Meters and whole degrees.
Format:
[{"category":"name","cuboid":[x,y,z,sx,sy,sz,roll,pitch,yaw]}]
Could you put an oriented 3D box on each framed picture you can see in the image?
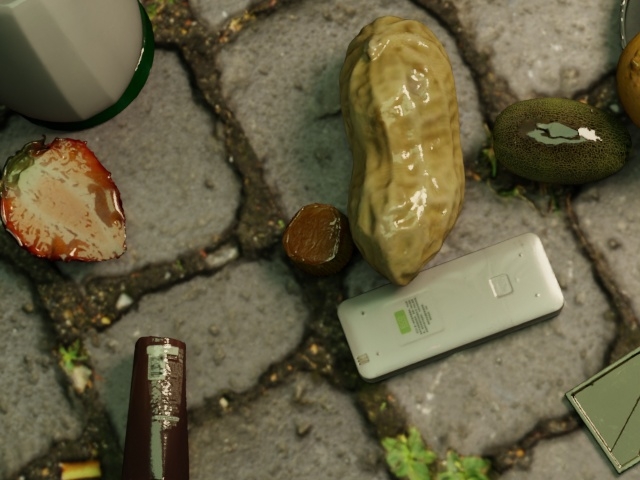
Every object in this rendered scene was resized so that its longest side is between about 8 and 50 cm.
[{"category":"framed picture","cuboid":[0.365,0.177,1.793,0.149,0.011,0.109,-32,73,-2]}]

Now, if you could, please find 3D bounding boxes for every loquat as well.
[{"category":"loquat","cuboid":[0.393,-0.179,1.769,0.141,0.141,0.141,-2,74,7]}]

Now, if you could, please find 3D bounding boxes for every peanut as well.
[{"category":"peanut","cuboid":[0.092,-0.105,1.834,0.140,0.153,0.325,-5,67,11]}]

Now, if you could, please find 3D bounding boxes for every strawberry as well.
[{"category":"strawberry","cuboid":[-0.298,-0.041,1.905,0.187,0.082,0.146,38,88,9]}]

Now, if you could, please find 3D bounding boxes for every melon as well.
[{"category":"melon","cuboid":[0.277,-0.114,1.841,0.162,0.099,0.099,6,76,10]}]

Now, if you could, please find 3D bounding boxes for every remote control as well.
[{"category":"remote control","cuboid":[0.149,0.077,1.836,0.250,0.034,0.103,-21,73,1]}]

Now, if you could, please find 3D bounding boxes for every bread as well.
[{"category":"bread","cuboid":[0.000,0.000,1.867,0.085,0.053,0.085,-6,70,18]}]

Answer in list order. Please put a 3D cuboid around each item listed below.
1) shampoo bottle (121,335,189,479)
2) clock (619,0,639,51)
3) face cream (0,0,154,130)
[{"category":"shampoo bottle","cuboid":[-0.183,0.230,1.822,0.068,0.067,0.236,-3,74,17]},{"category":"clock","cuboid":[0.488,-0.248,1.872,0.281,0.055,0.280,-2,74,7]},{"category":"face cream","cuboid":[-0.330,-0.278,1.827,0.219,0.357,0.312,-31,73,-2]}]
